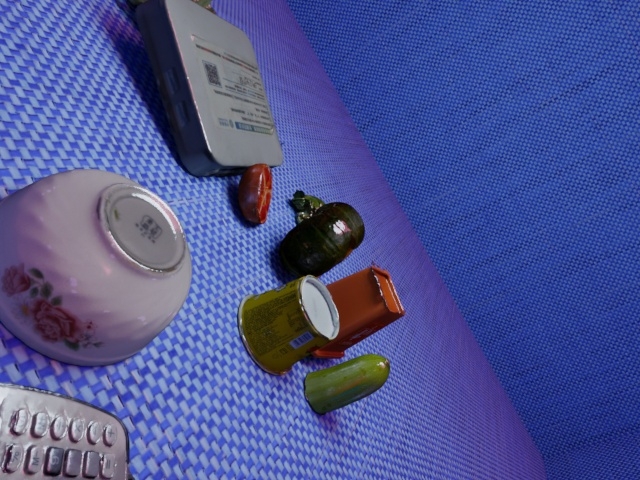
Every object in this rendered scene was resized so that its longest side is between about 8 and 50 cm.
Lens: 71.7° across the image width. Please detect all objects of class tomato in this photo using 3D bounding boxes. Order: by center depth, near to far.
[{"bbox_3d":[-0.165,-0.116,1.093,0.155,0.069,0.156,6,90,-84],"label":"tomato"}]

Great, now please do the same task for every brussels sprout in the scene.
[{"bbox_3d":[-0.019,-0.087,1.381,0.181,0.101,0.139,21,23,-43],"label":"brussels sprout"}]

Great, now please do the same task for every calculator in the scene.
[{"bbox_3d":[-0.292,0.235,0.434,0.268,0.040,0.177,38,31,-45],"label":"calculator"}]

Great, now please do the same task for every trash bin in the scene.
[{"bbox_3d":[0.059,0.154,1.043,0.161,0.238,0.185,26,37,-56],"label":"trash bin"}]

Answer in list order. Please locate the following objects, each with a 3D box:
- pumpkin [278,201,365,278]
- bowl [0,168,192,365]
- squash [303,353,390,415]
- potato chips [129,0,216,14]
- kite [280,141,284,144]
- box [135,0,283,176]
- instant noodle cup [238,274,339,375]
[{"bbox_3d":[-0.001,-0.003,1.128,0.159,0.238,0.238,56,21,4],"label":"pumpkin"},{"bbox_3d":[-0.281,0.014,0.602,0.277,0.145,0.277,45,28,-32],"label":"bowl"},{"bbox_3d":[0.066,0.301,0.946,0.095,0.187,0.095,49,25,-32],"label":"squash"},{"bbox_3d":[-0.389,-0.635,1.230,0.373,0.097,0.390,43,33,-43],"label":"potato chips"},{"bbox_3d":[-0.189,-0.360,1.449,0.183,0.010,0.160,51,27,-15],"label":"kite"},{"bbox_3d":[-0.248,-0.359,1.105,0.396,0.111,0.397,-23,98,-68],"label":"box"},{"bbox_3d":[-0.055,0.164,0.907,0.182,0.144,0.182,48,25,-30],"label":"instant noodle cup"}]
